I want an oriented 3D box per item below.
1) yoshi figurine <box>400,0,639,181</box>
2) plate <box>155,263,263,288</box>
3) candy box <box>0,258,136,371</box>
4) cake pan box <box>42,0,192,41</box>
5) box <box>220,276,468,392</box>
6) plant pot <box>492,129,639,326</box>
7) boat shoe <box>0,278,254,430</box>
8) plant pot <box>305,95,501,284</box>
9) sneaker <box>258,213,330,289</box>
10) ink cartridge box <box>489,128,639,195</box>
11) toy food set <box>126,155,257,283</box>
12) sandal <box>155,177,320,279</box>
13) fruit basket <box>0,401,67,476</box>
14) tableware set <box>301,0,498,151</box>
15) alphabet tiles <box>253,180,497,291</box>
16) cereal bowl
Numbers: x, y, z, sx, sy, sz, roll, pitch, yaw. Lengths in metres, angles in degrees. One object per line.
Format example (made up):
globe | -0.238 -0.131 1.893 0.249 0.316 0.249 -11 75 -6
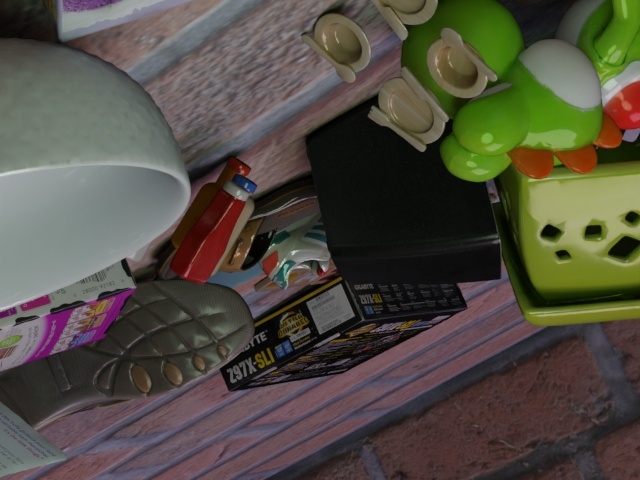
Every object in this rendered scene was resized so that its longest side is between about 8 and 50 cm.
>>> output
yoshi figurine | 0.212 -0.184 1.379 0.203 0.204 0.362 16 -143 43
plate | -0.107 0.030 1.806 0.188 0.024 0.188 -22 165 -6
candy box | -0.317 0.077 1.529 0.233 0.071 0.159 -18 165 -27
cake pan box | -0.041 -0.232 0.895 0.267 0.070 0.246 -20 167 -17
box | 0.033 0.130 2.268 0.257 0.079 0.322 -32 164 29
plant pot | 0.280 -0.047 1.523 0.228 0.227 0.207 -6 125 -3
boat shoe | -0.245 0.127 1.764 0.355 0.132 0.130 -16 180 6
plant pot | 0.082 -0.049 1.556 0.167 0.188 0.187 -12 167 4
sneaker | 0.000 0.000 1.741 0.161 0.075 0.057 -29 169 -23
ink cartridge box | 0.402 -0.168 1.851 0.324 0.071 0.330 -36 165 36
toy food set | -0.132 -0.036 1.392 0.232 0.111 0.104 21 102 -56
sandal | -0.077 -0.001 1.664 0.219 0.060 0.090 -22 165 1
fruit basket | -0.425 0.137 1.147 0.353 0.327 0.165 -4 116 -51
tableware set | 0.067 -0.150 1.239 0.020 0.141 0.168 -46 -177 -37
alphabet tiles | 0.079 -0.009 1.996 0.285 0.011 0.342 -34 163 34
cereal bowl | -0.264 -0.042 1.028 0.339 0.141 0.339 -20 168 -5
